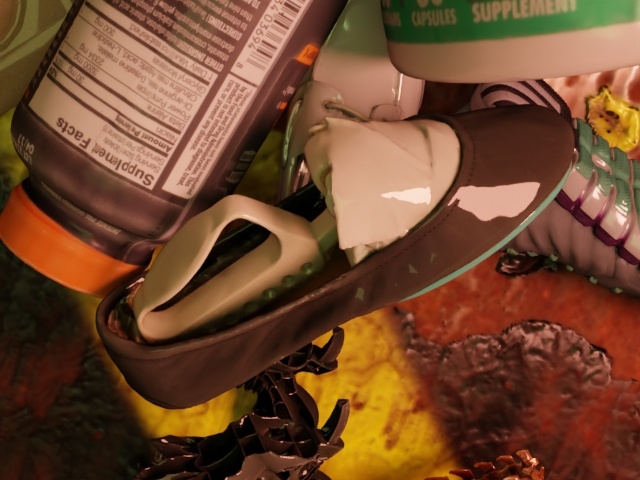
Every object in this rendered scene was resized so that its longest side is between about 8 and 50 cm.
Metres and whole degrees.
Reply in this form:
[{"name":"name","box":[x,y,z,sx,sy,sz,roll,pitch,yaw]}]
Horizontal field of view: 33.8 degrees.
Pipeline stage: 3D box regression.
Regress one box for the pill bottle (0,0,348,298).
[{"name":"pill bottle","box":[-0.087,-0.089,0.592,0.130,0.130,0.245,30,101,-11]}]

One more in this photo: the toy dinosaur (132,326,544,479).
[{"name":"toy dinosaur","box":[-0.032,0.171,0.679,0.322,0.164,0.218,-22,121,-17]}]

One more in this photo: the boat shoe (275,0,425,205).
[{"name":"boat shoe","box":[0.018,-0.055,0.635,0.083,0.076,0.226,8,104,-6]}]

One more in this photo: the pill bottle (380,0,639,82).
[{"name":"pill bottle","box":[0.111,-0.272,0.520,0.204,0.204,0.361,-10,104,-1]}]

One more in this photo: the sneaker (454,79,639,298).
[{"name":"sneaker","box":[0.160,-0.012,0.671,0.224,0.083,0.098,40,127,-15]}]

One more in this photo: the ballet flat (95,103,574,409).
[{"name":"ballet flat","box":[0.000,0.000,0.552,0.280,0.095,0.096,-33,135,10]}]

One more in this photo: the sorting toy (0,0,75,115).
[{"name":"sorting toy","box":[-0.262,-0.152,0.615,0.193,0.038,0.208,-31,109,4]}]
